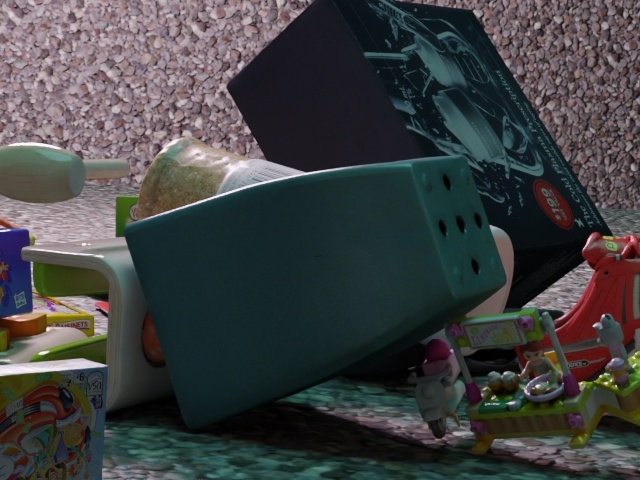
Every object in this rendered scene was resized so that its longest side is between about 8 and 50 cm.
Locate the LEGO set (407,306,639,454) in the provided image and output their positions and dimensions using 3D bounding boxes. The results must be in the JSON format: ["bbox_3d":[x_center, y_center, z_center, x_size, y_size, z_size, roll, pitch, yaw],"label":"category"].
[{"bbox_3d":[0.197,0.070,1.195,0.287,0.107,0.132,-18,20,13],"label":"LEGO set"}]

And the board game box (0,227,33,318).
[{"bbox_3d":[-0.464,0.034,1.458,0.347,0.078,0.233,1,6,38],"label":"board game box"}]

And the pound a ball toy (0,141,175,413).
[{"bbox_3d":[-0.134,0.026,1.339,0.136,0.208,0.319,7,6,28],"label":"pound a ball toy"}]

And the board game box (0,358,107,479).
[{"bbox_3d":[-0.187,0.122,0.878,0.154,0.103,0.026,-2,9,-44],"label":"board game box"}]

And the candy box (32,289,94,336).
[{"bbox_3d":[-0.317,0.072,1.645,0.105,0.027,0.206,-3,9,-30],"label":"candy box"}]

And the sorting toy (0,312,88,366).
[{"bbox_3d":[-0.326,0.087,1.435,0.208,0.038,0.193,5,6,7],"label":"sorting toy"}]

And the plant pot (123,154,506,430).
[{"bbox_3d":[0.009,0.024,1.240,0.234,0.165,0.166,-20,-4,28],"label":"plant pot"}]

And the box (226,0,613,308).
[{"bbox_3d":[0.117,-0.087,1.834,0.179,0.343,0.312,-40,-19,31],"label":"box"}]

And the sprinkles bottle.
[{"bbox_3d":[0.000,0.000,1.516,0.355,0.121,0.121,18,12,28],"label":"sprinkles bottle"}]

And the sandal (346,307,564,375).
[{"bbox_3d":[0.125,0.105,1.558,0.254,0.054,0.097,-11,6,-31],"label":"sandal"}]

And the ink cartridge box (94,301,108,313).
[{"bbox_3d":[-0.121,0.046,1.775,0.231,0.078,0.134,1,6,-22],"label":"ink cartridge box"}]

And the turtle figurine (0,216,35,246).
[{"bbox_3d":[-0.443,0.015,1.828,0.269,0.087,0.217,11,10,-25],"label":"turtle figurine"}]

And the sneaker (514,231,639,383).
[{"bbox_3d":[0.273,0.031,1.331,0.279,0.118,0.107,-41,-2,16],"label":"sneaker"}]

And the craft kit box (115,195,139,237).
[{"bbox_3d":[-0.107,-0.026,1.949,0.247,0.061,0.250,-1,1,2],"label":"craft kit box"}]
